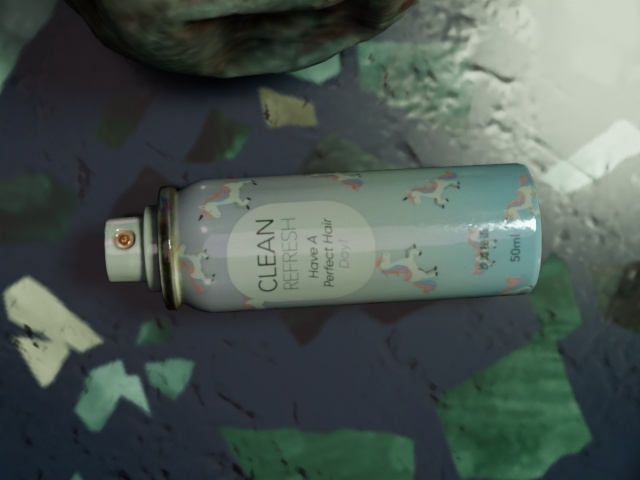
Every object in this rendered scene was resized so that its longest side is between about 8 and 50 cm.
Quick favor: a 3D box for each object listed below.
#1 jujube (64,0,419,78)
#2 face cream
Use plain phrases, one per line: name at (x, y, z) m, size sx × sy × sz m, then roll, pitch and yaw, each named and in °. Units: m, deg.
jujube at (-0.064, -0.237, 0.522) m, size 0.226 × 0.226 × 0.317 m, roll -23°, pitch 89°, yaw -2°
face cream at (0.000, 0.000, 0.599) m, size 0.229 × 0.075 × 0.075 m, roll -4°, pitch 93°, yaw -3°
